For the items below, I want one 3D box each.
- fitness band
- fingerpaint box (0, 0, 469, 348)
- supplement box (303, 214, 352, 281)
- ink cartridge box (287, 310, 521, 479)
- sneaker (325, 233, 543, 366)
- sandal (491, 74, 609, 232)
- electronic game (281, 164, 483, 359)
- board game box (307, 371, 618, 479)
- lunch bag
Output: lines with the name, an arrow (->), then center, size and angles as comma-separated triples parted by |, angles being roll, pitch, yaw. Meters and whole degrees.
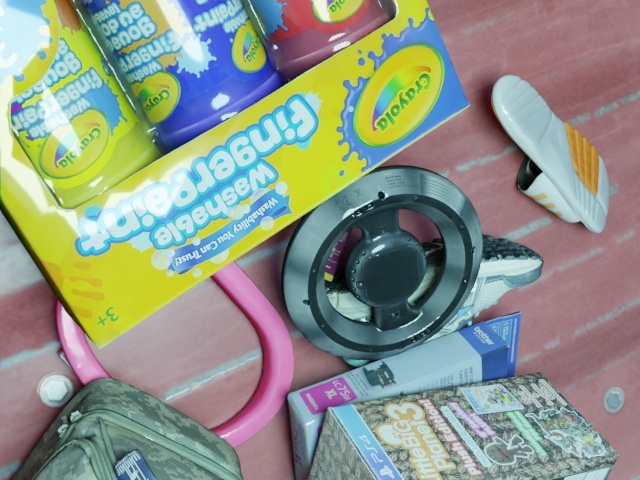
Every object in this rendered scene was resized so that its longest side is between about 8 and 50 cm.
fitness band -> -0.157, 0.108, 0.955 | 0.209, 0.054, 0.291 | -45, 108, -13
fingerpaint box -> -0.127, -0.183, 0.820 | 0.444, 0.163, 0.371 | -33, 111, -18
supplement box -> 0.000, 0.000, 1.008 | 0.043, 0.055, 0.083 | 23, 86, -22
ink cartridge box -> 0.117, 0.211, 1.027 | 0.311, 0.065, 0.186 | -19, 126, -21
sneaker -> 0.137, 0.072, 1.053 | 0.282, 0.110, 0.122 | -13, 109, -13
sandal -> 0.276, -0.107, 1.095 | 0.265, 0.076, 0.102 | 41, 55, -29
electronic game -> 0.069, 0.028, 0.930 | 0.229, 0.048, 0.229 | -8, 118, -16
board game box -> 0.138, 0.293, 0.956 | 0.290, 0.141, 0.232 | -3, 123, -29
lunch bag -> -0.208, 0.312, 0.809 | 0.212, 0.256, 0.305 | 36, 95, -18
